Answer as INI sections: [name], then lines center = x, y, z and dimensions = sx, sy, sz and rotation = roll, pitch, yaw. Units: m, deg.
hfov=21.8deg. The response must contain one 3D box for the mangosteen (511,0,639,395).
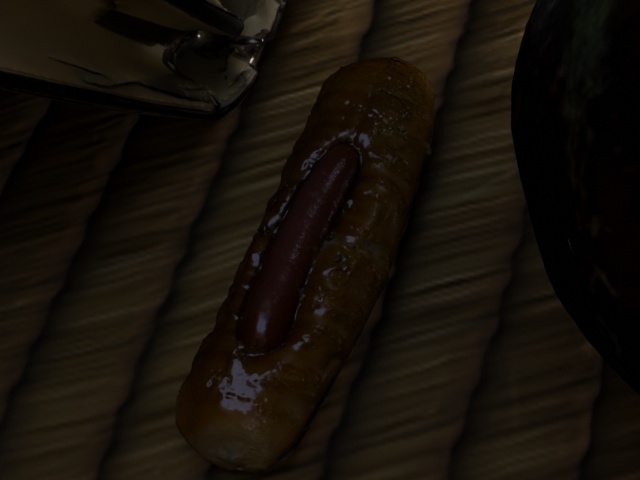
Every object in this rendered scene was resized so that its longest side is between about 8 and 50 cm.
[mangosteen]
center = 0.196, -0.057, 0.551
dimensions = 0.288, 0.288, 0.288
rotation = -7, 50, 9

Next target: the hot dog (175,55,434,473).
[hot dog]
center = 0.000, 0.000, 0.710
dimensions = 0.066, 0.047, 0.215
rotation = 12, 56, 20

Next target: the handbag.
[handbag]
center = -0.214, -0.175, 0.791
dimensions = 0.359, 0.237, 0.160
rotation = 20, 91, 27
